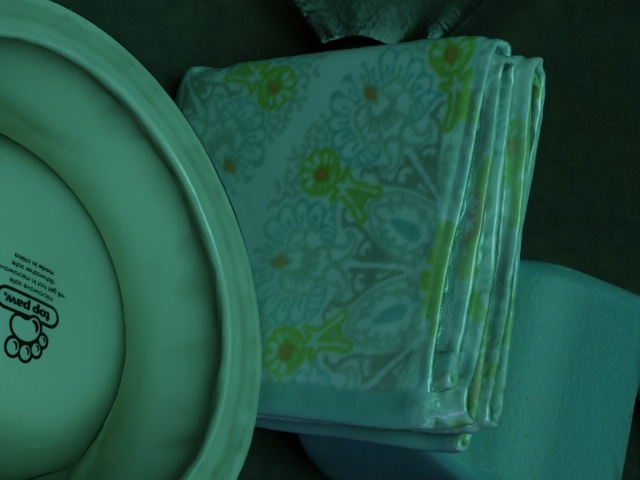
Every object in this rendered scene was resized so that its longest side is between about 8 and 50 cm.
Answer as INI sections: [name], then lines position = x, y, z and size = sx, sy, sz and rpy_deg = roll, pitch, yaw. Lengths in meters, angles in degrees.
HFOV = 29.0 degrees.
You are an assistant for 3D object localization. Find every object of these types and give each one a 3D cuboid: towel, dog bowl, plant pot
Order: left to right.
[dog bowl]
position = -0.220, 0.038, 0.862
size = 0.408, 0.150, 0.408
rpy_deg = 35, 45, -46
[towel]
position = 0.000, 0.000, 1.034
size = 0.090, 0.374, 0.320
rpy_deg = 27, 69, -49
[plant pot]
position = 0.114, 0.128, 1.123
size = 0.252, 0.248, 0.247
rpy_deg = 27, 71, -44
